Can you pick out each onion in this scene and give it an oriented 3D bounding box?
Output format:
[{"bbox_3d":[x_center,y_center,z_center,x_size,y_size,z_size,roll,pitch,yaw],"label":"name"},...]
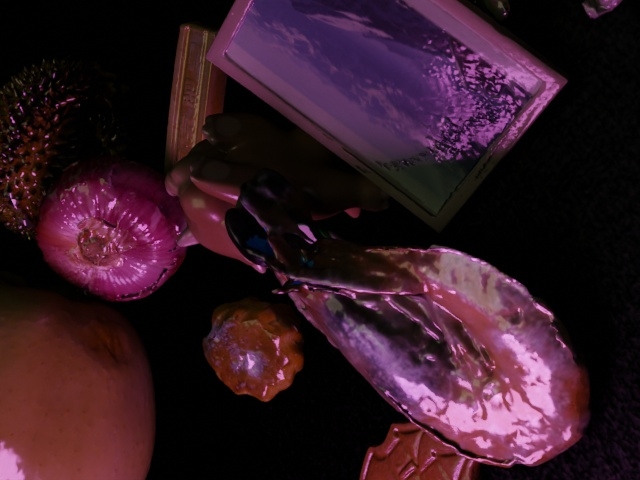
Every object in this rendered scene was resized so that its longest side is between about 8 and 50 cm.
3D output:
[{"bbox_3d":[-0.296,-0.029,1.614,0.230,0.163,0.230,7,124,11],"label":"onion"}]

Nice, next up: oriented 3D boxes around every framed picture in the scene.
[{"bbox_3d":[0.059,-0.185,1.170,0.335,0.022,0.247,37,131,1],"label":"framed picture"}]

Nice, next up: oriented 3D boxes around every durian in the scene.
[{"bbox_3d":[-0.418,-0.142,1.715,0.258,0.258,0.293,23,106,46],"label":"durian"}]

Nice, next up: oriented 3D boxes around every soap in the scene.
[{"bbox_3d":[-0.178,-0.183,1.578,0.092,0.037,0.252,22,110,45],"label":"soap"}]

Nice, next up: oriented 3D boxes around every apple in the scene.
[{"bbox_3d":[-0.460,0.267,1.658,0.473,0.474,0.473,7,99,49],"label":"apple"}]

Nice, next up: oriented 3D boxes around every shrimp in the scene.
[{"bbox_3d":[0.085,0.073,1.155,0.446,0.110,0.221,34,129,13],"label":"shrimp"}]

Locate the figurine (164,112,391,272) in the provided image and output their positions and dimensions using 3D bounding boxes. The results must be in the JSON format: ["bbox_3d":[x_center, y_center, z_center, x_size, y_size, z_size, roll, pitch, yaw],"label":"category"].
[{"bbox_3d":[-0.060,-0.054,1.340,0.173,0.247,0.177,95,162,-52],"label":"figurine"}]

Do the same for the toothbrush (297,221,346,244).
[{"bbox_3d":[-0.004,0.000,1.391,0.418,0.040,0.042,27,111,45],"label":"toothbrush"}]

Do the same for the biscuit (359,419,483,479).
[{"bbox_3d":[0.123,0.291,1.276,0.182,0.034,0.215,57,132,28],"label":"biscuit"}]

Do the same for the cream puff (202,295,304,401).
[{"bbox_3d":[-0.077,0.134,1.447,0.146,0.116,0.146,6,108,20],"label":"cream puff"}]

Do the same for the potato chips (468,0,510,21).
[{"bbox_3d":[0.057,-0.384,1.094,0.389,0.097,0.373,32,145,7],"label":"potato chips"}]

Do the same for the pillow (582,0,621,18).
[{"bbox_3d":[0.302,-0.339,0.987,0.255,0.059,0.169,-49,55,41],"label":"pillow"}]
